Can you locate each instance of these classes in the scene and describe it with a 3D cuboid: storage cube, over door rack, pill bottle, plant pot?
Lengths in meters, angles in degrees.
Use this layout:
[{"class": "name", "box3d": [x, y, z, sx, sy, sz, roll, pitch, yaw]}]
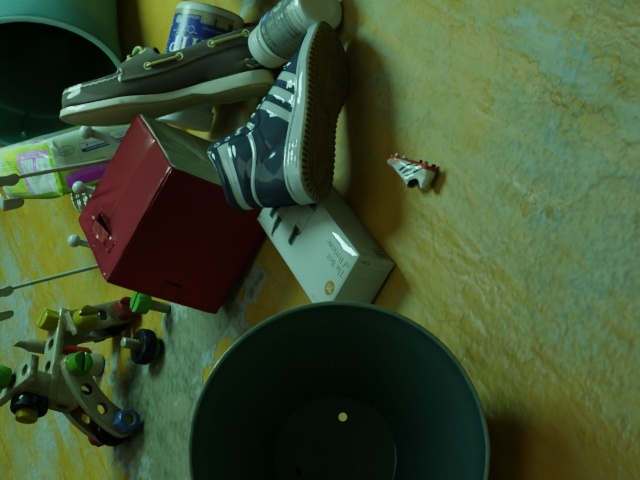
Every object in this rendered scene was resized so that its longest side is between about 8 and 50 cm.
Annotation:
[{"class": "storage cube", "box3d": [-0.208, -0.038, 1.627, 0.193, 0.215, 0.184, -57, 36, 16]}, {"class": "over door rack", "box3d": [-0.382, -0.045, 1.738, 0.108, 0.324, 0.239, 38, 133, 27]}, {"class": "pill bottle", "box3d": [-0.039, -0.301, 1.589, 0.137, 0.078, 0.078, -28, 55, 48]}, {"class": "plant pot", "box3d": [0.018, 0.223, 1.173, 0.195, 0.290, 0.290, 90, -175, -76]}, {"class": "pill bottle", "box3d": [-0.193, -0.271, 1.777, 0.112, 0.112, 0.187, 10, 87, 57]}, {"class": "plant pot", "box3d": [-0.525, -0.399, 2.158, 0.341, 0.341, 0.334, -45, 35, 38]}]

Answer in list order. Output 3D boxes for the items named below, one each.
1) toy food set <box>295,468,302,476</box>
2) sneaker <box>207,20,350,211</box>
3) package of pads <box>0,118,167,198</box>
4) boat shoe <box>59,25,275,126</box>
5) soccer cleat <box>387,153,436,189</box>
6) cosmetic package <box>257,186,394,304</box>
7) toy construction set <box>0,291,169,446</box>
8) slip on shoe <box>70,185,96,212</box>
[{"class": "toy food set", "box3d": [-0.057, 0.282, 1.417, 0.218, 0.071, 0.128, 36, 132, 57]}, {"class": "sneaker", "box3d": [-0.055, -0.160, 1.471, 0.153, 0.099, 0.282, -13, 52, 30]}, {"class": "package of pads", "box3d": [-0.417, -0.145, 1.950, 0.296, 0.229, 0.101, 1, 109, 57]}, {"class": "boat shoe", "box3d": [-0.231, -0.241, 1.670, 0.116, 0.324, 0.097, 34, -134, -82]}, {"class": "soccer cleat", "box3d": [0.104, -0.081, 1.339, 0.083, 0.029, 0.036, 19, 90, 52]}, {"class": "cosmetic package", "box3d": [0.000, 0.000, 1.434, 0.099, 0.060, 0.239, -63, 35, 20]}, {"class": "toy construction set", "box3d": [-0.436, 0.196, 1.848, 0.309, 0.237, 0.257, -2, 76, 56]}, {"class": "slip on shoe", "box3d": [-0.459, -0.109, 2.181, 0.041, 0.051, 0.135, 81, 173, -63]}]
